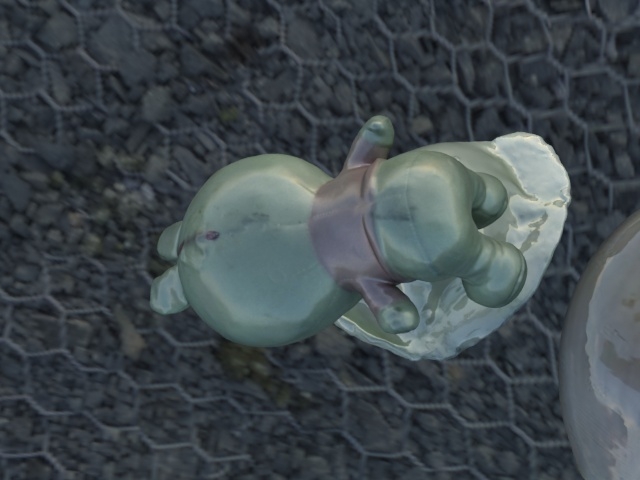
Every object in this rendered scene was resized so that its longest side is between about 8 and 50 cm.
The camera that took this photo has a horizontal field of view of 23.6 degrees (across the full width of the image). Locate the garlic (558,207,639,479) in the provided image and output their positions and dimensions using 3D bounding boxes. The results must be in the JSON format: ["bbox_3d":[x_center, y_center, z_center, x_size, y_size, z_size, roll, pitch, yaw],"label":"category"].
[{"bbox_3d":[0.335,0.100,1.252,0.246,0.231,0.340,24,85,35],"label":"garlic"}]

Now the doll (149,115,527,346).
[{"bbox_3d":[-0.001,-0.004,1.052,0.275,0.113,0.155,-6,72,15],"label":"doll"}]

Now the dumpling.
[{"bbox_3d":[0.105,0.008,1.280,0.252,0.131,0.179,-27,47,-10],"label":"dumpling"}]
